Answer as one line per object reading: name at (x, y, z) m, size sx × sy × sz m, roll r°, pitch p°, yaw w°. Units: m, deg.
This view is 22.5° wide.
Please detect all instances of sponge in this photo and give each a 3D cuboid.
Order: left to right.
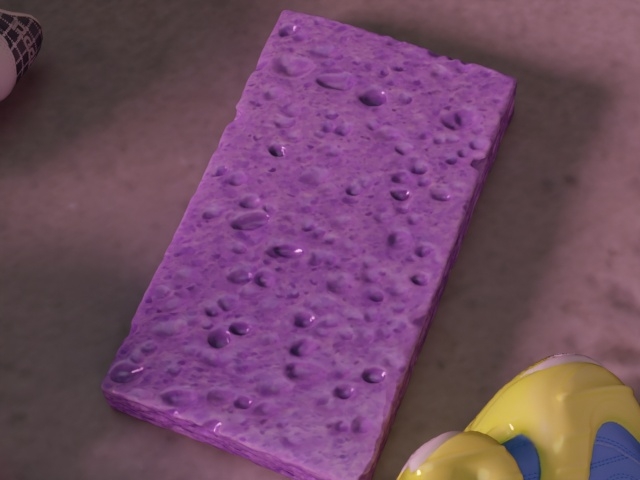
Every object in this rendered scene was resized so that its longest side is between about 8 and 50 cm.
sponge at (0.000, 0.000, 0.703) m, size 0.117 × 0.031 × 0.210 m, roll 18°, pitch 64°, yaw 11°

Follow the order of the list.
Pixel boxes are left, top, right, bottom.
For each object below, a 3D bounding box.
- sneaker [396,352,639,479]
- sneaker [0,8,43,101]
sneaker at (0.054, 0.140, 0.582) m, size 0.240 × 0.091 × 0.126 m, roll -34°, pitch 70°, yaw -26°
sneaker at (-0.242, -0.122, 0.753) m, size 0.235 × 0.090 × 0.095 m, roll 35°, pitch 56°, yaw 13°
